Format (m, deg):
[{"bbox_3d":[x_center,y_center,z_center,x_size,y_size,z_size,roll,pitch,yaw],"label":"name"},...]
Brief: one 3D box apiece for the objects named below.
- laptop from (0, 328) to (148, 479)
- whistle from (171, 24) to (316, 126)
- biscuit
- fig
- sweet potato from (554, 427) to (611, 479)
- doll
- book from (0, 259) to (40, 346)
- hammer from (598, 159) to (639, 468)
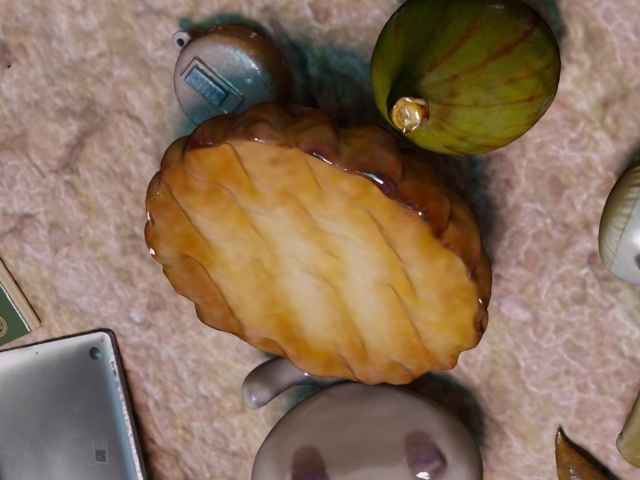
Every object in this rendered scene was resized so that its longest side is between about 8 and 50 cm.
[{"bbox_3d":[-0.270,0.239,1.493,0.187,0.015,0.269,-12,91,25],"label":"laptop"},{"bbox_3d":[-0.050,-0.113,1.271,0.220,0.057,0.107,40,125,-6],"label":"whistle"},{"bbox_3d":[0.000,0.000,1.241,0.325,0.107,0.326,18,144,13],"label":"biscuit"},{"bbox_3d":[0.091,-0.111,1.109,0.151,0.259,0.151,13,122,22],"label":"fig"},{"bbox_3d":[0.314,0.285,1.334,0.274,0.067,0.067,42,120,2],"label":"sweet potato"},{"bbox_3d":[0.051,0.302,1.347,0.215,0.226,0.370,-15,108,-13],"label":"doll"},{"bbox_3d":[-0.441,0.017,1.485,0.202,0.027,0.264,-24,104,26],"label":"book"},{"bbox_3d":[0.321,0.082,1.215,0.201,0.113,0.305,17,124,14],"label":"hammer"}]
